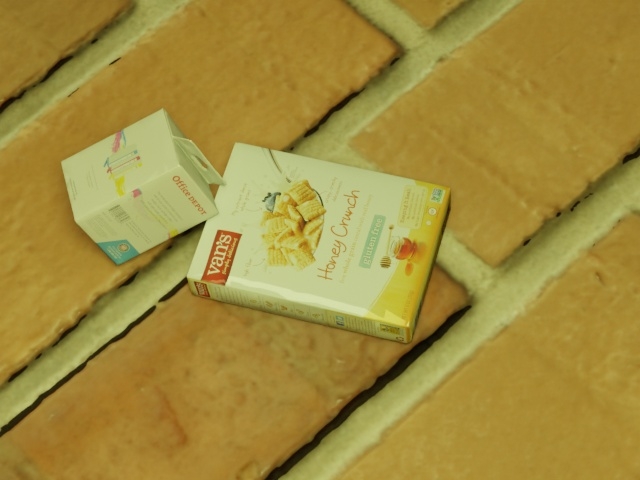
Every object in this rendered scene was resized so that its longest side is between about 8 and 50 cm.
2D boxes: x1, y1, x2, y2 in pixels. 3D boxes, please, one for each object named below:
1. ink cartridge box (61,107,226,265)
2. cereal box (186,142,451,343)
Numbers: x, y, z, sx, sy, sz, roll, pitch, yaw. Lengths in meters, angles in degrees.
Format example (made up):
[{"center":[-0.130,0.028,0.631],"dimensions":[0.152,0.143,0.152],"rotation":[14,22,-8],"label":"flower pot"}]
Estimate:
[{"center":[-0.179,-0.059,1.748],"dimensions":[0.143,0.092,0.090],"rotation":[-27,50,8],"label":"ink cartridge box"},{"center":[0.000,0.000,1.751],"dimensions":[0.240,0.047,0.173],"rotation":[12,63,11],"label":"cereal box"}]
